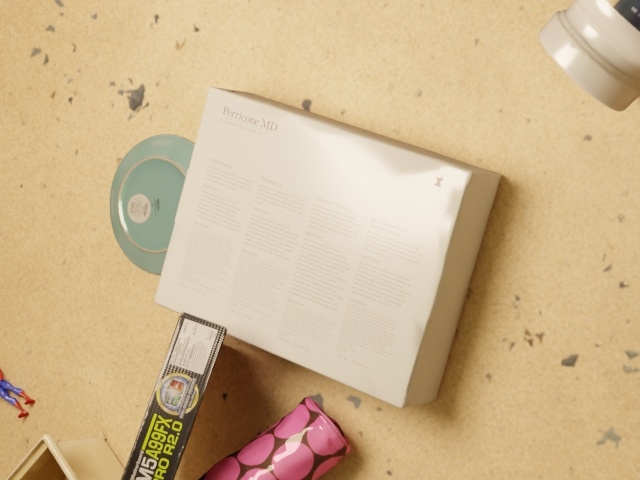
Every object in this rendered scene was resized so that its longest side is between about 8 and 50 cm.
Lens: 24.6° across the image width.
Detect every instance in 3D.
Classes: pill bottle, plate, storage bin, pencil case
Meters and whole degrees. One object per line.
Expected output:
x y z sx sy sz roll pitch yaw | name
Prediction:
0.358 -0.269 1.510 0.265 0.153 0.153 -49 67 22 | pill bottle
-0.212 -0.047 1.938 0.188 0.024 0.188 1 91 31 | plate
-0.332 0.436 1.954 0.260 0.123 0.262 -48 68 22 | storage bin
-0.068 0.277 1.775 0.209 0.095 0.098 -35 32 -2 | pencil case

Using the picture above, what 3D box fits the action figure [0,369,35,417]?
-0.456 0.206 2.087 0.115 0.030 0.038 37 113 28 | action figure

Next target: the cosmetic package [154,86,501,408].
0.000 0.000 1.763 0.377 0.097 0.284 21 103 29 | cosmetic package

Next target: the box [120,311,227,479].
-0.187 0.231 1.772 0.060 0.216 0.270 20 80 -3 | box
